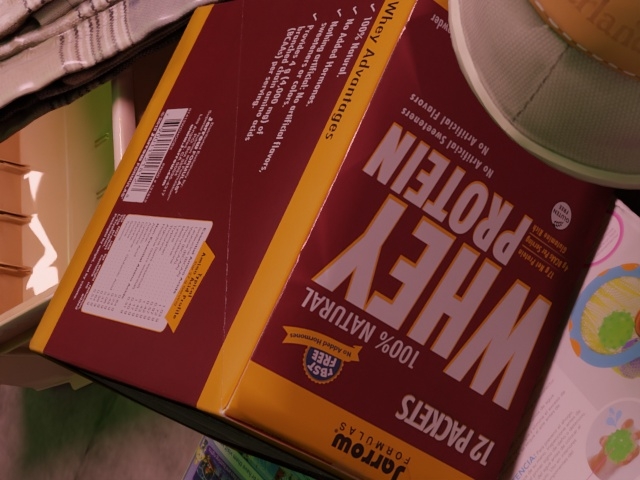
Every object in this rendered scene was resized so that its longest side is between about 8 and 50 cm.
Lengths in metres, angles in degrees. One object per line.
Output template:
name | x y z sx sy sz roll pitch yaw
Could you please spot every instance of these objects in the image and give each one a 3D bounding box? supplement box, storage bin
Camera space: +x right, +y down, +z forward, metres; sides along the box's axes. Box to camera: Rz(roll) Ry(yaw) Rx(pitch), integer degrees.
supplement box | 0.000 0.000 0.569 0.194 0.129 0.191 6 68 57
storage bin | -0.156 -0.060 0.814 0.260 0.123 0.262 -25 62 40

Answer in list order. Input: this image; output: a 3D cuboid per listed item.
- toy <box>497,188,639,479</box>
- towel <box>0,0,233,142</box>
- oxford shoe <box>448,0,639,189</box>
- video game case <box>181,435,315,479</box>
toy | 0.117 0.071 0.520 0.137 0.056 0.237 -51 32 12
towel | -0.108 -0.248 0.707 0.312 0.056 0.324 -27 66 7
oxford shoe | 0.207 -0.199 0.362 0.169 0.130 0.449 41 87 7
video game case | 0.006 0.140 0.656 0.212 0.023 0.193 38 107 45
